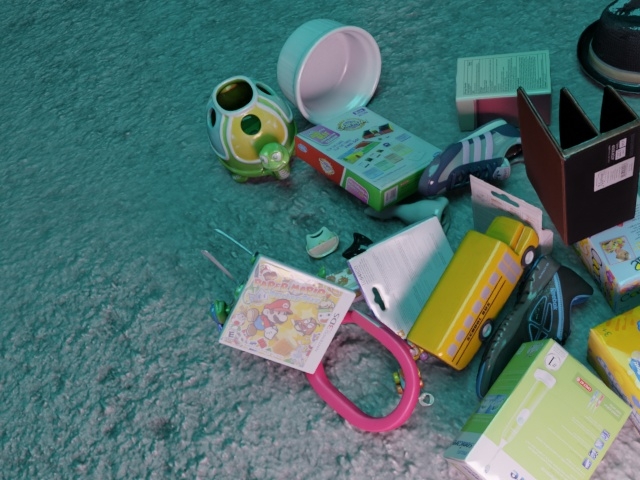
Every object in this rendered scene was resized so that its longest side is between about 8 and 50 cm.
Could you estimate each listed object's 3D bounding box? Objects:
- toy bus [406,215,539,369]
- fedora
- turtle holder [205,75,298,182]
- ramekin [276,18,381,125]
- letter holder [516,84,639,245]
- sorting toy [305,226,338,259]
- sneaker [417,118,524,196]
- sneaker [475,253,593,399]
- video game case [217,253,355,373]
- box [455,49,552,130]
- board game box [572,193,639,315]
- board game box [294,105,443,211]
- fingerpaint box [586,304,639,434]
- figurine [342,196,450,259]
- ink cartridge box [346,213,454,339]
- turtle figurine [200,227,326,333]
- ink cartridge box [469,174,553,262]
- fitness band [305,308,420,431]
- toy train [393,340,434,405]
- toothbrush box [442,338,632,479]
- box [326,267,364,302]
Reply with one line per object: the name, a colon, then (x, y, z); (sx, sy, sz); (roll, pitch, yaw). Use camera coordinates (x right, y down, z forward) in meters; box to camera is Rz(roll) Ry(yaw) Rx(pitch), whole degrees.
toy bus: (0.319, 0.097, 1.509); (0.108, 0.130, 0.333); (25, 82, 45)
fedora: (0.818, -0.520, 1.820); (0.333, 0.152, 0.334); (-8, 57, 12)
turtle holder: (-0.190, -0.286, 1.928); (0.243, 0.227, 0.321); (-8, 56, 11)
ramekin: (0.016, -0.458, 1.956); (0.277, 0.277, 0.135); (-41, 49, -11)
letter holder: (0.500, -0.173, 1.426); (0.151, 0.302, 0.215); (-24, 54, 5)
sorting toy: (0.000, 0.000, 1.802); (0.083, 0.045, 0.075); (-27, 47, -1)
sneaker: (0.376, -0.181, 1.732); (0.319, 0.112, 0.131); (-34, 59, -22)
sneaker: (0.437, 0.193, 1.495); (0.139, 0.125, 0.341); (31, 78, 12)
video game case: (-0.069, 0.157, 1.513); (0.206, 0.226, 0.026); (-63, 20, 13)
box: (0.466, -0.379, 1.851); (0.232, 0.127, 0.149); (-1, 58, 16)
board game box: (0.628, -0.006, 1.552); (0.144, 0.142, 0.275); (-23, 54, 3)
board game box: (0.125, -0.216, 1.826); (0.242, 0.064, 0.316); (-28, 48, -29)
fingerpaint box: (0.768, 0.285, 1.309); (0.371, 0.163, 0.445); (-25, 54, 0)
figurine: (0.181, -0.022, 1.737); (0.209, 0.092, 0.215); (13, 62, 28)
ink cartridge box: (0.198, 0.088, 1.600); (0.223, 0.045, 0.223); (-26, 98, -3)
turtle figurine: (-0.122, 0.082, 1.594); (0.266, 0.198, 0.275); (-5, 81, 1)
ink cartridge box: (0.419, -0.056, 1.596); (0.181, 0.225, 0.056); (31, 68, 30)
fitness band: (0.087, 0.272, 1.545); (0.290, 0.054, 0.209); (37, 103, 34)
toy train: (0.225, 0.263, 1.559); (0.125, 0.046, 0.166); (18, 65, 26)
toothbrush box: (0.401, 0.357, 1.349); (0.206, 0.122, 0.283); (40, 73, 0)
box: (-0.048, 0.149, 1.705); (0.323, 0.067, 0.063); (-20, 55, 3)
